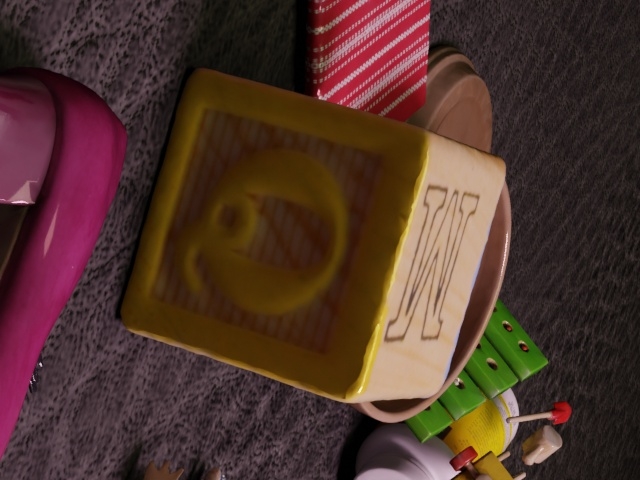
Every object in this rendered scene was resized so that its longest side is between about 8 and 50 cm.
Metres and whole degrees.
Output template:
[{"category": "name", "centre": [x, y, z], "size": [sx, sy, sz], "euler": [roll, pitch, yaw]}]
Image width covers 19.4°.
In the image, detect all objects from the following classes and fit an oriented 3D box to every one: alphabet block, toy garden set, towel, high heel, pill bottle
[{"category": "alphabet block", "centre": [0.000, 0.000, 1.340], "size": [0.197, 0.192, 0.193], "euler": [9, 96, -70]}, {"category": "toy garden set", "centre": [0.151, 0.161, 1.834], "size": [0.049, 0.204, 0.244], "euler": [-46, 166, 34]}, {"category": "towel", "centre": [0.036, -0.188, 1.505], "size": [0.199, 0.031, 0.275], "euler": [-44, 143, -49]}, {"category": "high heel", "centre": [-0.184, 0.092, 1.015], "size": [0.181, 0.127, 0.377], "euler": [12, 91, -59]}, {"category": "pill bottle", "centre": [0.111, 0.212, 1.885], "size": [0.215, 0.117, 0.117], "euler": [-42, 144, -54]}]

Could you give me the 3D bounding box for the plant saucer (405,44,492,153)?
[{"category": "plant saucer", "centre": [0.099, -0.046, 1.763], "size": [0.278, 0.041, 0.278], "euler": [-49, 149, -45]}]

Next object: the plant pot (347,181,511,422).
[{"category": "plant pot", "centre": [0.054, 0.025, 1.578], "size": [0.237, 0.110, 0.237], "euler": [-36, 136, -44]}]

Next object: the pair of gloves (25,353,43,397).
[{"category": "pair of gloves", "centre": [-0.196, 0.080, 1.156], "size": [0.083, 0.010, 0.074], "euler": [-53, 151, -47]}]

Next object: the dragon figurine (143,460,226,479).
[{"category": "dragon figurine", "centre": [-0.122, 0.264, 1.382], "size": [0.144, 0.085, 0.289], "euler": [86, 28, -44]}]
